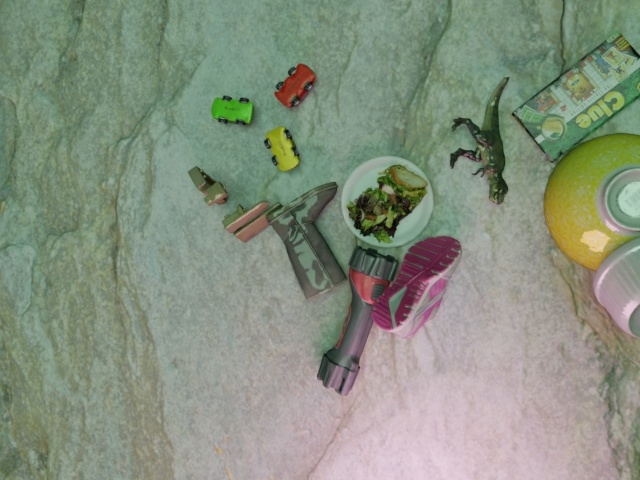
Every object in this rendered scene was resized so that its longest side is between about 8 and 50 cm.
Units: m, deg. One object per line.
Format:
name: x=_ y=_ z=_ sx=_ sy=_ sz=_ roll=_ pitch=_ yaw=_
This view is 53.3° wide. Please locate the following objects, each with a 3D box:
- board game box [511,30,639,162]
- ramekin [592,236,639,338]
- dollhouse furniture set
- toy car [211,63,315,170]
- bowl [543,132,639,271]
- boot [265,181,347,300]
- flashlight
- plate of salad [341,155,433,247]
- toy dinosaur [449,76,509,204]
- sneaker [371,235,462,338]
board game box: x=0.540 y=-0.291 z=1.303 sx=0.260 sy=0.030 sz=0.136 roll=-39 pitch=84 yaw=9
ramekin: x=0.628 y=0.093 z=1.182 sx=0.207 sy=0.207 sz=0.109 roll=-18 pitch=42 yaw=11
dollhouse furniture set: x=-0.180 y=-0.106 z=1.407 sx=0.123 sy=0.144 sz=0.151 roll=-35 pitch=68 yaw=5
toy car: x=-0.132 y=-0.282 z=1.431 sx=0.225 sy=0.053 sz=0.238 roll=10 pitch=91 yaw=12
bowl: x=0.590 y=-0.074 z=1.226 sx=0.290 sy=0.156 sz=0.289 roll=0 pitch=89 yaw=11
boot: x=0.001 y=0.000 z=1.390 sx=0.190 sy=0.076 sz=0.208 roll=-32 pitch=85 yaw=1
flashlight: x=0.072 y=0.167 z=1.367 sx=0.103 sy=0.103 sz=0.303 roll=22 pitch=99 yaw=15
plate of salad: x=0.142 y=-0.084 z=1.368 sx=0.200 sy=0.048 sz=0.199 roll=0 pitch=90 yaw=6
toy dinosaur: x=0.333 y=-0.205 z=1.332 sx=0.118 sy=0.064 sz=0.268 roll=0 pitch=87 yaw=5
sneaker: x=0.210 y=0.100 z=1.338 sx=0.103 sy=0.111 sz=0.252 roll=32 pitch=75 yaw=38
